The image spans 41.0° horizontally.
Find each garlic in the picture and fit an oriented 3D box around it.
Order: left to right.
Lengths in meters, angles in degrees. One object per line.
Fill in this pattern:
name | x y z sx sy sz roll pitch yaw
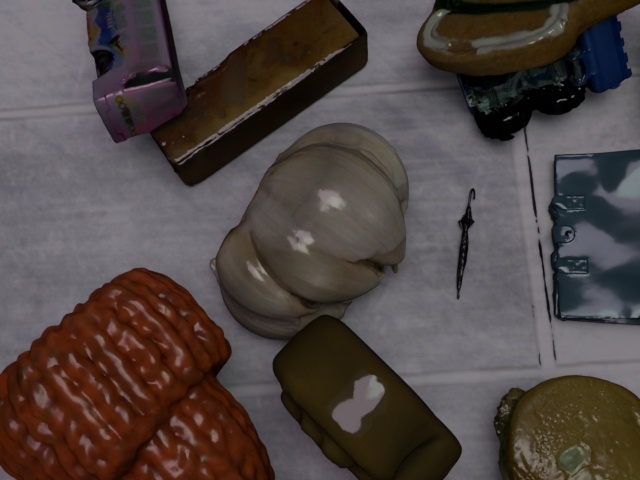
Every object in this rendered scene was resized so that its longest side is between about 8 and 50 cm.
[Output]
garlic | 0.006 -0.006 1.031 0.203 0.185 0.281 34 77 -6

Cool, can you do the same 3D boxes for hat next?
hat | -0.161 0.248 0.915 0.285 0.285 0.400 -39 81 -8

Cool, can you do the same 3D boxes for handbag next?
handbag | 0.364 -0.004 1.085 0.144 0.057 0.221 0 75 10

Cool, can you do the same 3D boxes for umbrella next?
umbrella | 0.185 0.002 1.103 0.022 0.022 0.148 2 72 30

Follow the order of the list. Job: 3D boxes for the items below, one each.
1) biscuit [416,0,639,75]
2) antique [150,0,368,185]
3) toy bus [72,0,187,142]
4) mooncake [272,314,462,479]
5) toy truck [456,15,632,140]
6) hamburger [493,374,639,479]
biscuit | 0.286 -0.330 1.081 0.287 0.057 0.343 10 52 39
antique | -0.084 -0.200 1.137 0.310 0.087 0.093 -37 74 -7
toy bus | -0.249 -0.258 1.115 0.112 0.090 0.274 -16 55 -1
mooncake | 0.038 0.184 0.958 0.235 0.235 0.117 41 85 12
toy truck | 0.283 -0.230 1.111 0.208 0.113 0.126 -21 38 10
hamburger | 0.295 0.252 0.978 0.189 0.122 0.215 -28 71 -13
